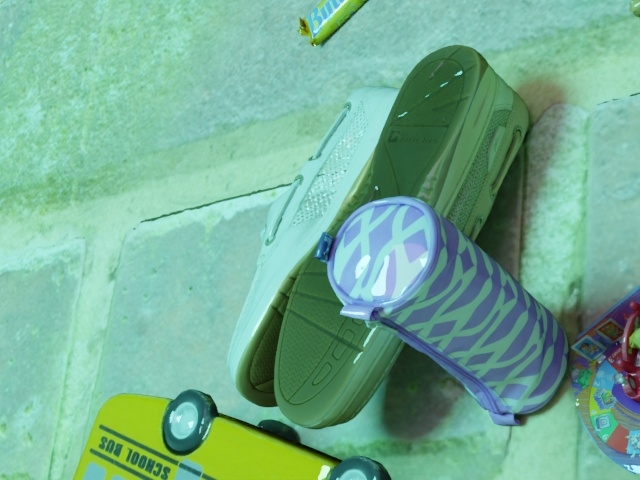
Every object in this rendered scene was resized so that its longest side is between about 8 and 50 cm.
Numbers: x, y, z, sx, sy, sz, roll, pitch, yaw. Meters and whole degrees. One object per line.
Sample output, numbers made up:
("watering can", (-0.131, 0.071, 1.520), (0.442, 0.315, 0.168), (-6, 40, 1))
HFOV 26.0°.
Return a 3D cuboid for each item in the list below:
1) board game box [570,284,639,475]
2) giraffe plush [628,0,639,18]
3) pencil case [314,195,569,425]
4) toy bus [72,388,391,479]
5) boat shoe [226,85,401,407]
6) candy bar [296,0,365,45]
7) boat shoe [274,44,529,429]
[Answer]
("board game box", (0.230, 0.072, 0.894), (0.169, 0.033, 0.133), (-43, 47, 18))
("giraffe plush", (0.229, -0.248, 0.978), (0.170, 0.181, 0.210), (33, 127, 51))
("pencil case", (0.088, 0.048, 0.912), (0.086, 0.206, 0.088), (-5, 62, 38))
("toy bus", (-0.039, 0.200, 1.017), (0.333, 0.108, 0.130), (14, 80, 45))
("boat shoe", (0.000, 0.000, 1.095), (0.096, 0.098, 0.277), (21, 75, 46))
("candy bar", (0.040, -0.233, 1.223), (0.161, 0.018, 0.040), (-42, 47, 17))
("boat shoe", (0.068, 0.008, 1.020), (0.109, 0.098, 0.302), (13, 74, 50))
